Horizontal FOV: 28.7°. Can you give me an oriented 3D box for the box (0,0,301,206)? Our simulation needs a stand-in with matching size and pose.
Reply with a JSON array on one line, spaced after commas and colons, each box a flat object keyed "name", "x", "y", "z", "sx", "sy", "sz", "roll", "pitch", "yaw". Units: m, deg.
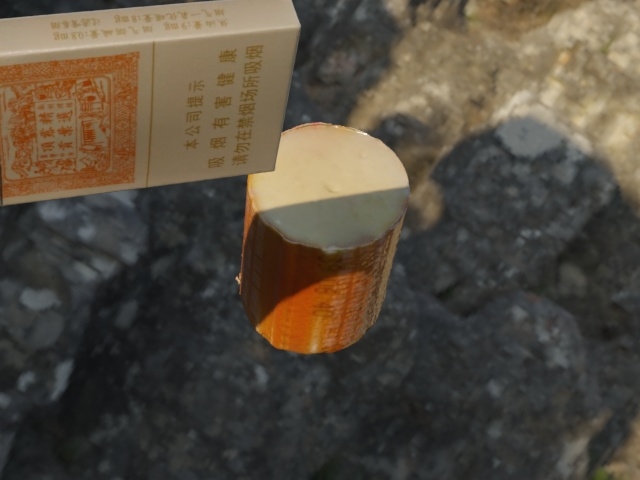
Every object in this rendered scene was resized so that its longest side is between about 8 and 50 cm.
[{"name": "box", "x": -0.208, "y": -0.120, "z": 1.131, "sx": 0.365, "sy": 0.205, "sz": 0.051, "roll": -8, "pitch": 56, "yaw": -16}]

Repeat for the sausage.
[{"name": "sausage", "x": 0.000, "y": 0.000, "z": 1.817, "sx": 0.233, "sy": 0.233, "sz": 0.287, "roll": 36, "pitch": -30, "yaw": 16}]
